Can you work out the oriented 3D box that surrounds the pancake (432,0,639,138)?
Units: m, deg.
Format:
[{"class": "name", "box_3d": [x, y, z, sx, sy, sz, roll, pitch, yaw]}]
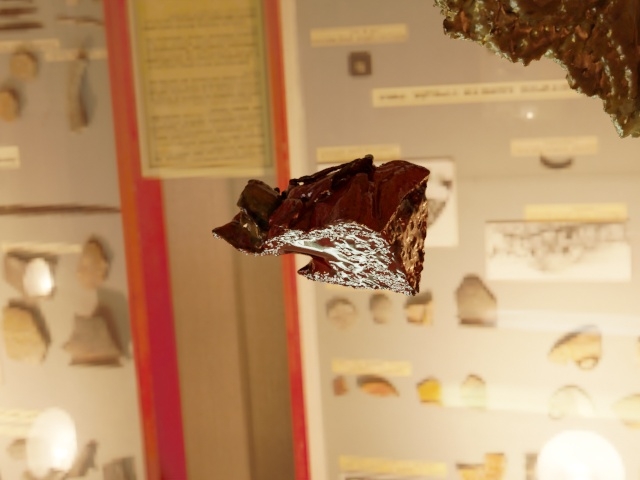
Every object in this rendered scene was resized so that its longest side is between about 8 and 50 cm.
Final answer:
[{"class": "pancake", "box_3d": [0.193, -0.150, 0.754, 0.244, 0.266, 0.057, -13, -136, -14]}]

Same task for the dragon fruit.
[{"class": "dragon fruit", "box_3d": [0.004, -0.018, 0.950, 0.192, 0.092, 0.122, -4, 148, 36]}]
